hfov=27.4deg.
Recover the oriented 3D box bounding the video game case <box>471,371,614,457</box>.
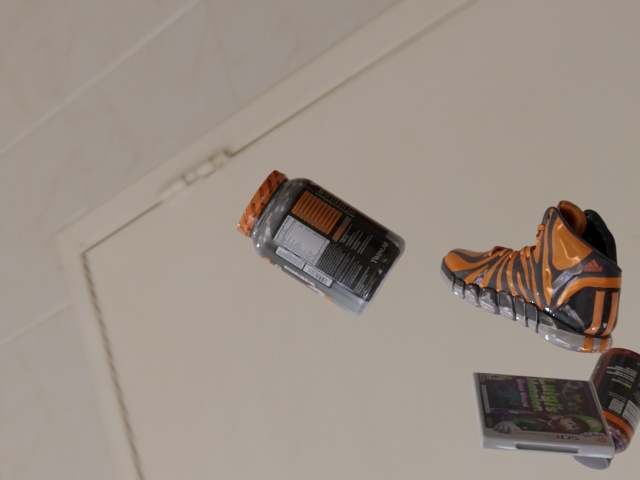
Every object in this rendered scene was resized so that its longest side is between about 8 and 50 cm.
[{"bbox_3d":[0.298,0.234,1.783,0.190,0.173,0.022,-84,-2,-69],"label":"video game case"}]

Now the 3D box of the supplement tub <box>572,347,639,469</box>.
[{"bbox_3d":[0.485,0.284,2.200,0.106,0.106,0.198,43,-120,-21],"label":"supplement tub"}]

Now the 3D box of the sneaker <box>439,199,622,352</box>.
[{"bbox_3d":[0.302,0.023,1.822,0.125,0.321,0.180,-1,-73,-39],"label":"sneaker"}]

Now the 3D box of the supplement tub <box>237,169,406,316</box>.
[{"bbox_3d":[0.000,0.000,1.619,0.190,0.117,0.117,33,-139,5],"label":"supplement tub"}]
